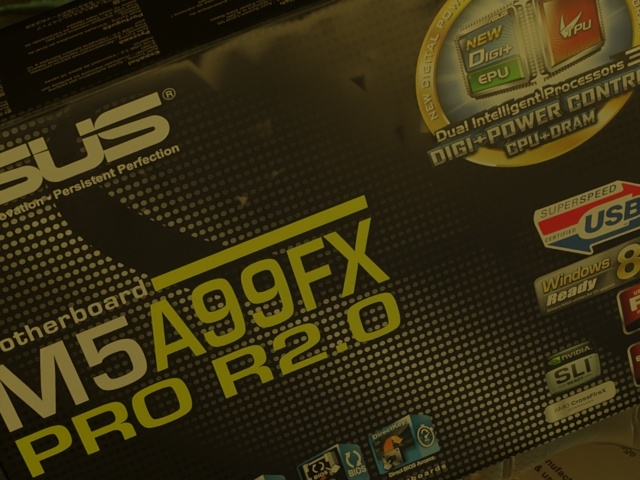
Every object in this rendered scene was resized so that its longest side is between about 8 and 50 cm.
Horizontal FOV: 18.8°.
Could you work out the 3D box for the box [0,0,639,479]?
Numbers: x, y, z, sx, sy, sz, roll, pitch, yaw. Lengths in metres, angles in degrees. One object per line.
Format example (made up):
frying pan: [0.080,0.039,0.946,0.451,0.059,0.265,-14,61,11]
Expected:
box: [0.000,0.000,0.659,0.270,0.060,0.216,-21,129,-6]

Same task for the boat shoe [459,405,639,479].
boat shoe: [0.114,0.035,0.886,0.324,0.116,0.123,2,104,-41]

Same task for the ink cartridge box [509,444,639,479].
ink cartridge box: [0.222,0.112,1.081,0.273,0.115,0.198,-35,146,-18]
